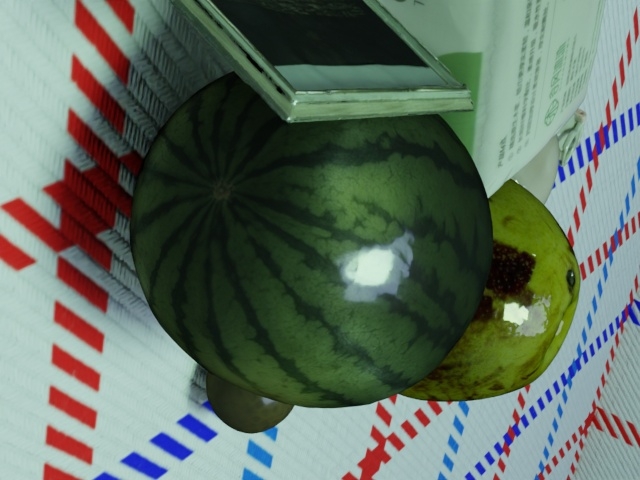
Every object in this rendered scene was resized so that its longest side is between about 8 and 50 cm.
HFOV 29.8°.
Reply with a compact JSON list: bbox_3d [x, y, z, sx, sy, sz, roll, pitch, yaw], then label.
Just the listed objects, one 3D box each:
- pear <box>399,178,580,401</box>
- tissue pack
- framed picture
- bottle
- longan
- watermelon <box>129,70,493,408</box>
[{"bbox_3d":[0.150,0.053,1.347,0.283,0.284,0.283,-44,148,-37],"label":"pear"},{"bbox_3d":[0.153,-0.253,1.150,0.266,0.194,0.356,-41,145,-40],"label":"tissue pack"},{"bbox_3d":[-0.019,-0.171,0.861,0.018,0.231,0.293,-50,163,26],"label":"framed picture"},{"bbox_3d":[0.242,-0.120,1.514,0.236,0.148,0.147,-52,153,-36],"label":"bottle"},{"bbox_3d":[-0.065,0.137,1.205,0.113,0.092,0.113,-25,124,-44],"label":"longan"},{"bbox_3d":[0.000,0.000,0.980,0.278,0.279,0.359,-62,157,-6],"label":"watermelon"}]
